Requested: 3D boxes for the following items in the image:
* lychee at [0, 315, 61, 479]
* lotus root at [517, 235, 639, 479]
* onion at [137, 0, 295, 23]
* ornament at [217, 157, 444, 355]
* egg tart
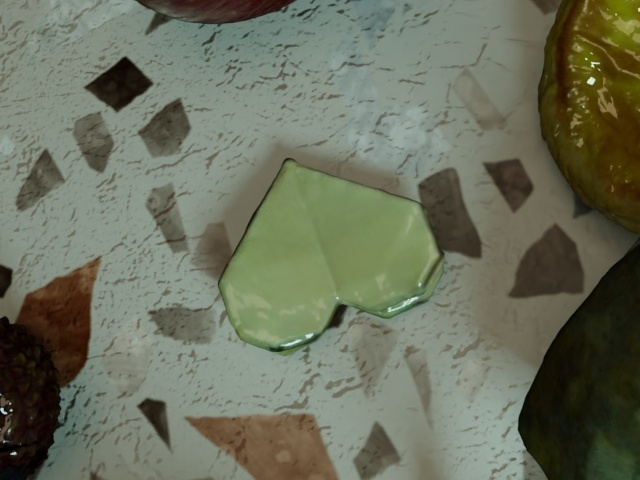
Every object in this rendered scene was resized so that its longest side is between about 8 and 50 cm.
[{"bbox_3d":[-0.331,0.151,0.703,0.188,0.188,0.188,-4,74,14],"label":"lychee"},{"bbox_3d":[0.285,0.094,0.483,0.267,0.149,0.260,35,125,28],"label":"lotus root"},{"bbox_3d":[-0.054,-0.345,0.656,0.385,0.348,0.348,33,86,35],"label":"onion"},{"bbox_3d":[0.000,0.000,0.715,0.201,0.059,0.180,-22,70,6],"label":"ornament"},{"bbox_3d":[0.313,-0.136,0.605,0.295,0.116,0.294,-2,88,48],"label":"egg tart"}]
